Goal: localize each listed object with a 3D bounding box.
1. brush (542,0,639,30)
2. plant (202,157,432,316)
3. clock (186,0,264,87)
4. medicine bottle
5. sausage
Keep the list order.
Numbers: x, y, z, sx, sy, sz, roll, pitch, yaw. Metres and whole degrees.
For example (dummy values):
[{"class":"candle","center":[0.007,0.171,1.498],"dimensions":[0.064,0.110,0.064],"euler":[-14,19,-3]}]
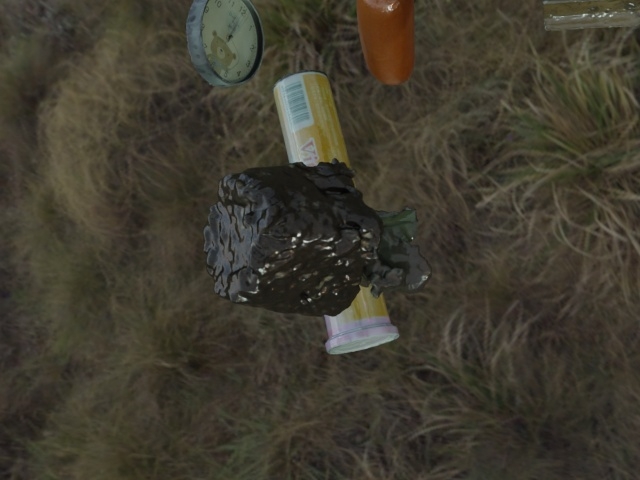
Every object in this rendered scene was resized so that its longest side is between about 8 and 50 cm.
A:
[{"class":"brush","center":[0.353,-0.239,0.852],"dimensions":[0.248,0.043,0.036],"euler":[1,41,19]},{"class":"plant","center":[0.000,0.000,0.779],"dimensions":[0.142,0.203,0.131],"euler":[51,124,35]},{"class":"clock","center":[-0.079,-0.172,0.715],"dimensions":[0.017,0.085,0.085],"euler":[3,74,36]},{"class":"medicine bottle","center":[0.018,-0.049,1.268],"dimensions":[0.108,0.108,0.425],"euler":[-19,73,22]},{"class":"sausage","center":[0.088,-0.275,1.105],"dimensions":[0.076,0.197,0.076],"euler":[-3,66,7]}]
